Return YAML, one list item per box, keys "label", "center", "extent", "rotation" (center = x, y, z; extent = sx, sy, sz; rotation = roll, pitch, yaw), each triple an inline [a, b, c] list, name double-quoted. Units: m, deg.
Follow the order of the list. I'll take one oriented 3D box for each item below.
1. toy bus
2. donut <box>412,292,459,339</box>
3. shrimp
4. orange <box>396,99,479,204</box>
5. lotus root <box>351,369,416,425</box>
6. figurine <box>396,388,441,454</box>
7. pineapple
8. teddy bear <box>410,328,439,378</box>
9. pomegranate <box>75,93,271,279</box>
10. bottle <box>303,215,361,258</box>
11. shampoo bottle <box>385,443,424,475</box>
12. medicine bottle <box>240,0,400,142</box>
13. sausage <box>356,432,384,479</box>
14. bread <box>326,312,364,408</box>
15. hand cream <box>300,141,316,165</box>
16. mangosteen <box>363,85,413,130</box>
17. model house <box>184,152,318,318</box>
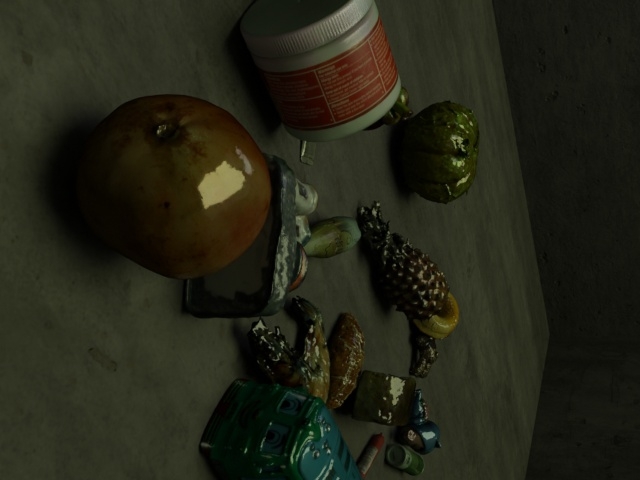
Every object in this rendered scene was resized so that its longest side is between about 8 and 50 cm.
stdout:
- label: "toy bus"
  center: [-0.044, 0.418, 1.283]
  extent: [0.184, 0.199, 0.344]
  rotation: [-61, 138, -44]
- label: "donut"
  center: [0.352, 0.212, 2.135]
  extent: [0.146, 0.078, 0.181]
  rotation: [41, 37, -2]
- label: "shrimp"
  center: [-0.051, 0.210, 1.429]
  extent: [0.365, 0.071, 0.233]
  rotation: [56, 36, -50]
- label: "orange"
  center: [0.341, -0.263, 2.056]
  extent: [0.300, 0.223, 0.301]
  rotation: [83, 23, -45]
- label: "lotus root"
  center: [0.153, 0.376, 1.706]
  extent: [0.235, 0.138, 0.119]
  rotation: [42, 55, -68]
- label: "figurine"
  center: [0.254, 0.508, 1.979]
  extent: [0.144, 0.114, 0.178]
  rotation: [-10, 85, -40]
- label: "pineapple"
  center: [0.200, 0.054, 1.853]
  extent: [0.361, 0.175, 0.175]
  rotation: [53, 41, -26]
- label: "teddy bear"
  center: [0.315, 0.326, 2.118]
  extent: [0.119, 0.077, 0.161]
  rotation: [26, 66, -56]
- label: "pomegranate"
  center: [-0.193, -0.059, 0.979]
  extent: [0.270, 0.251, 0.229]
  rotation: [85, 27, -56]
- label: "bottle"
  center: [0.000, 0.000, 1.518]
  extent: [0.269, 0.083, 0.083]
  rotation: [-18, 104, -61]
- label: "shampoo bottle"
  center: [0.242, 0.607, 1.974]
  extent: [0.204, 0.065, 0.065]
  rotation: [45, 49, -53]
- label: "medicine bottle"
  center: [0.006, -0.352, 1.369]
  extent: [0.241, 0.252, 0.253]
  rotation: [65, 35, -38]
- label: "sausage"
  center: [0.108, 0.548, 1.747]
  extent: [0.253, 0.034, 0.034]
  rotation: [-42, 124, -56]
- label: "bread"
  center: [0.059, 0.269, 1.627]
  extent: [0.105, 0.075, 0.233]
  rotation: [53, 41, -50]
- label: "hand cream"
  center: [-0.021, -0.248, 1.561]
  extent: [0.057, 0.037, 0.165]
  rotation: [9, 87, -63]
- label: "mangosteen"
  center: [0.130, -0.338, 1.689]
  extent: [0.156, 0.181, 0.146]
  rotation: [-45, 117, -27]
- label: "model house"
  center: [-0.077, 0.013, 1.253]
  extent: [0.301, 0.190, 0.272]
  rotation: [24, 65, -61]
